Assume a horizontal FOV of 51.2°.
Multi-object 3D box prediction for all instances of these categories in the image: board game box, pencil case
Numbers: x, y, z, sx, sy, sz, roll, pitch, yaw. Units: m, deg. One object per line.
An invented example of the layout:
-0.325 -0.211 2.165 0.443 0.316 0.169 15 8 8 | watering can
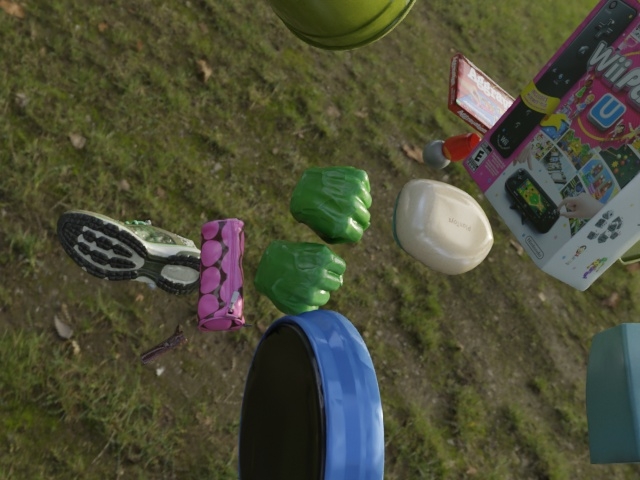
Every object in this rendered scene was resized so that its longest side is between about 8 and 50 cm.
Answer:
0.329 -0.128 0.763 0.097 0.303 0.224 23 29 -33 | board game box
-0.173 0.059 1.203 0.095 0.098 0.209 4 65 -18 | pencil case
0.372 -0.259 1.393 0.281 0.027 0.145 29 52 -28 | board game box

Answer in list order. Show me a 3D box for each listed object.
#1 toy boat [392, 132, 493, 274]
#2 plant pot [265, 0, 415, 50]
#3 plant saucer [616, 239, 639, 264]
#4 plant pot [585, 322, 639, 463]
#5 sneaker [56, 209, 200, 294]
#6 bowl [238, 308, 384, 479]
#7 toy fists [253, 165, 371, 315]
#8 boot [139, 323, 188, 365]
0.265 -0.083 1.450 0.267 0.148 0.318 25 68 -32 | toy boat
-0.016 -0.587 1.276 0.366 0.366 0.353 51 19 14 | plant pot
0.652 -0.036 1.417 0.188 0.045 0.188 -11 63 -19 | plant saucer
0.576 0.271 1.187 0.165 0.166 0.234 1 70 -8 | plant pot
-0.473 0.010 1.706 0.410 0.158 0.182 25 21 -34 | sneaker
-0.033 0.294 0.972 0.077 0.391 0.391 8 48 -23 | bowl
0.000 0.000 1.154 0.096 0.142 0.279 35 77 -42 | toy fists
-0.354 0.235 1.490 0.114 0.106 0.037 -32 99 -11 | boot
